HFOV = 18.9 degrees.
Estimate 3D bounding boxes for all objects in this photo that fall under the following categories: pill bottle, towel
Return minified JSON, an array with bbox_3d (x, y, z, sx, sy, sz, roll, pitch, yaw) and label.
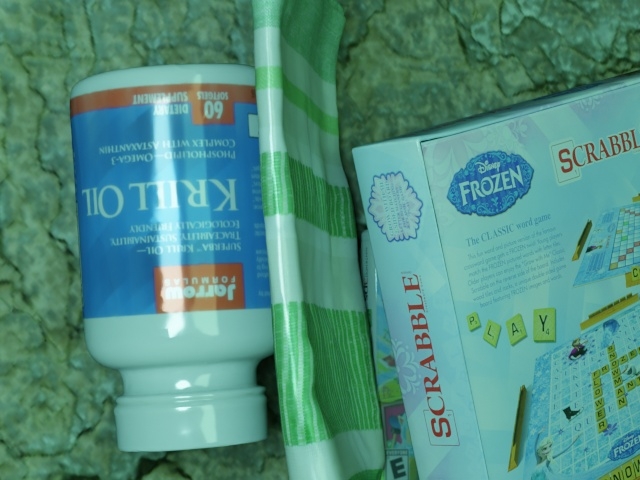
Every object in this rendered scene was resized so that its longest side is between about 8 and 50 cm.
[{"bbox_3d":[-0.082,0.011,1.145,0.124,0.124,0.221,-3,87,-34],"label":"pill bottle"},{"bbox_3d":[0.000,0.000,1.160,0.038,0.248,0.325,-4,87,8],"label":"towel"}]

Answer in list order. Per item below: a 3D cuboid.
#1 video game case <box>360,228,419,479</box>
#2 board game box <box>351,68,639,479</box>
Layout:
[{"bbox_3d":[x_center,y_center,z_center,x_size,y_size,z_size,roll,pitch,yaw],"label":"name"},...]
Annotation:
[{"bbox_3d":[0.119,0.093,1.335,0.212,0.023,0.193,3,83,-34],"label":"video game case"},{"bbox_3d":[0.180,0.058,1.313,0.318,0.066,0.318,-17,98,-43],"label":"board game box"}]
